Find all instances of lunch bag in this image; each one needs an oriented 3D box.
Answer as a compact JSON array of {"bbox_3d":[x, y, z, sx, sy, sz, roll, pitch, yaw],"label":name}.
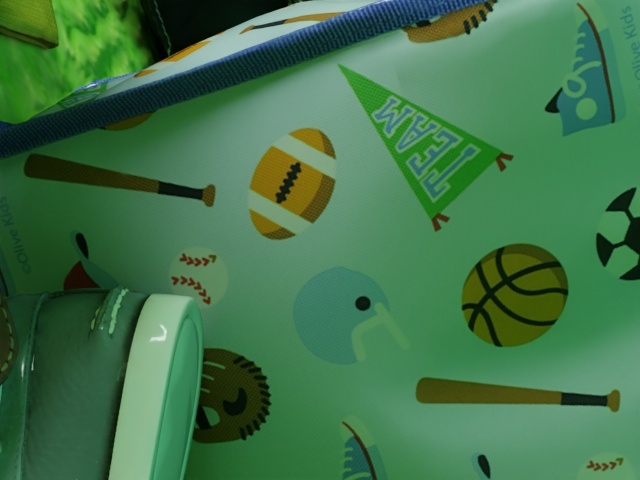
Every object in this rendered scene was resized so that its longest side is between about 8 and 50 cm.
[{"bbox_3d":[0.051,0.026,0.727,0.239,0.385,0.328,-50,122,-67],"label":"lunch bag"}]

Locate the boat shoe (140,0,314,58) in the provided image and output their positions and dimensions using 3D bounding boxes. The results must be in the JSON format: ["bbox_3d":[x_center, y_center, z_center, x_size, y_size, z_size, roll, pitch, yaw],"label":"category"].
[{"bbox_3d":[-0.040,-0.110,0.981,0.340,0.127,0.113,68,6,-48],"label":"boat shoe"}]

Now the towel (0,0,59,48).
[{"bbox_3d":[-0.198,-0.233,0.787,0.102,0.021,0.237,4,72,-70],"label":"towel"}]

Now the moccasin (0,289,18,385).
[{"bbox_3d":[-0.193,-0.114,0.506,0.139,0.147,0.380,-26,100,-71],"label":"moccasin"}]

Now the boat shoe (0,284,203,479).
[{"bbox_3d":[-0.129,0.166,0.559,0.116,0.099,0.320,84,18,-67],"label":"boat shoe"}]
